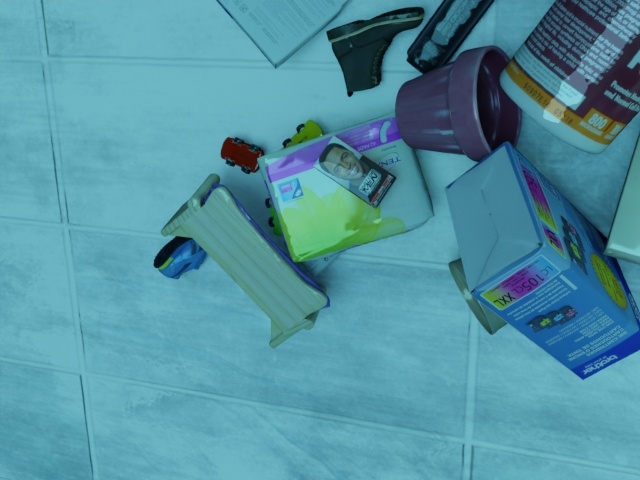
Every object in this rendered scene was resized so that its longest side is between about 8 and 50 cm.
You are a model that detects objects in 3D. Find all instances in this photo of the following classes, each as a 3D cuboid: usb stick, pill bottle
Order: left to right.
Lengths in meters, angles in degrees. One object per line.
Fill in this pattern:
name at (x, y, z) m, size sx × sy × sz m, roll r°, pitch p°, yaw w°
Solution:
usb stick at (0.261, -0.424, 1.449) m, size 0.077 × 0.045 × 0.278 m, roll 36°, pitch 117°, yaw -2°
pill bottle at (0.493, -0.354, 1.283) m, size 0.224 × 0.224 × 0.392 m, roll 38°, pitch 117°, yaw 5°

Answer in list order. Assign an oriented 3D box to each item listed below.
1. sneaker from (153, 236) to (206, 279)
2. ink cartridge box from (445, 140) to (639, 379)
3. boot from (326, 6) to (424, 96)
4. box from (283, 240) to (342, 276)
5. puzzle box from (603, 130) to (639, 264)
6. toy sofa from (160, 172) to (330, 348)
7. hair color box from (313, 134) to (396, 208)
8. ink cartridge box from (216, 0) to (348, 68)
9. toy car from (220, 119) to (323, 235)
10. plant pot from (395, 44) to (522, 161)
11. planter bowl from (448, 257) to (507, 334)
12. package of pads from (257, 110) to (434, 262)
sneaker at (-0.281, 0.012, 1.802) m, size 0.209 × 0.069 × 0.082 m, roll -40°, pitch 127°, yaw 18°
ink cartridge box at (0.407, 0.053, 1.378) m, size 0.151 × 0.270 × 0.395 m, roll -35°, pitch 126°, yaw 27°
boot at (0.119, -0.359, 1.517) m, size 0.197 × 0.077 × 0.137 m, roll -5°, pitch 111°, yaw 36°
box at (0.000, 0.000, 1.668) m, size 0.101 × 0.087 × 0.102 m, roll -41°, pitch 91°, yaw 26°
puzzle box at (0.712, -0.045, 1.322) m, size 0.408 × 0.052 × 0.272 m, roll 18°, pitch 78°, yaw 15°
toy sofa at (-0.136, 0.029, 1.660) m, size 0.177 × 0.150 × 0.362 m, roll -38°, pitch 103°, yaw 24°
hair color box at (0.064, -0.126, 1.473) m, size 0.141 × 0.043 × 0.072 m, roll 33°, pitch 94°, yaw 2°
ink cartridge box at (-0.075, -0.487, 1.534) m, size 0.224 × 0.045 × 0.223 m, roll -40°, pitch 91°, yaw -1°
toy car at (-0.085, -0.122, 1.656) m, size 0.239 × 0.053 × 0.225 m, roll -9°, pitch 88°, yaw 24°
plant pot at (0.244, -0.238, 1.448) m, size 0.180 × 0.201 × 0.201 m, roll -2°, pitch 108°, yaw 38°
planter bowl at (0.336, 0.087, 1.544) m, size 0.109 × 0.162 × 0.162 m, roll -30°, pitch 96°, yaw 1°
package of pads at (0.053, -0.098, 1.547) m, size 0.296 × 0.101 × 0.229 m, roll -19°, pitch 93°, yaw 5°
